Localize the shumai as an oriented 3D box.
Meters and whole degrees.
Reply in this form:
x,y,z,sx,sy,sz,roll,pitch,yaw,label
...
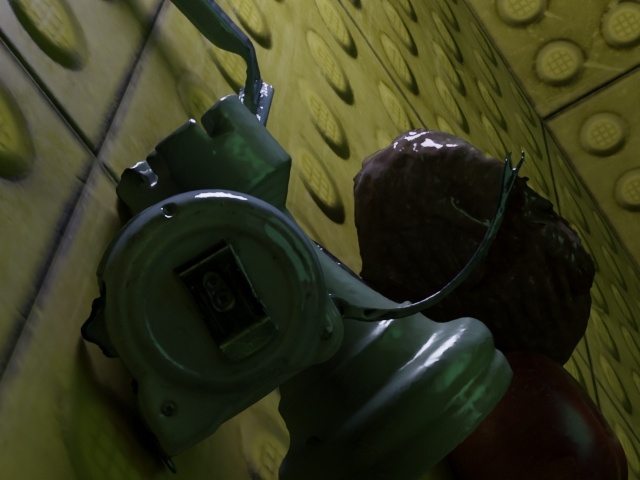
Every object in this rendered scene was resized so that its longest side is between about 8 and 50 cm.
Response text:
x,y,z,sx,sy,sz,roll,pitch,yaw,label
0.157,-0.021,1.594,0.346,0.217,0.283,48,22,-28,shumai

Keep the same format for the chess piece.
x,y,z,sx,sy,sz,roll,pitch,yaw,label
-0.017,0.043,1.102,0.299,0.194,0.194,52,17,1,chess piece

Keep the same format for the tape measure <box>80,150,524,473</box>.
x,y,z,sx,sy,sz,roll,pitch,yaw,label
0.001,0.001,0.974,0.164,0.330,0.084,57,-11,-11,tape measure

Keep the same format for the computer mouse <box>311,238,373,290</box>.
x,y,z,sx,sy,sz,roll,pitch,yaw,label
0.033,0.077,1.352,0.192,0.062,0.106,65,17,8,computer mouse

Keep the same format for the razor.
x,y,z,sx,sy,sz,roll,pitch,yaw,label
-0.127,-0.225,1.388,0.278,0.056,0.111,54,20,-22,razor

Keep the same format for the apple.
x,y,z,sx,sy,sz,roll,pitch,yaw,label
0.209,0.215,1.478,0.201,0.162,0.201,49,10,-12,apple
